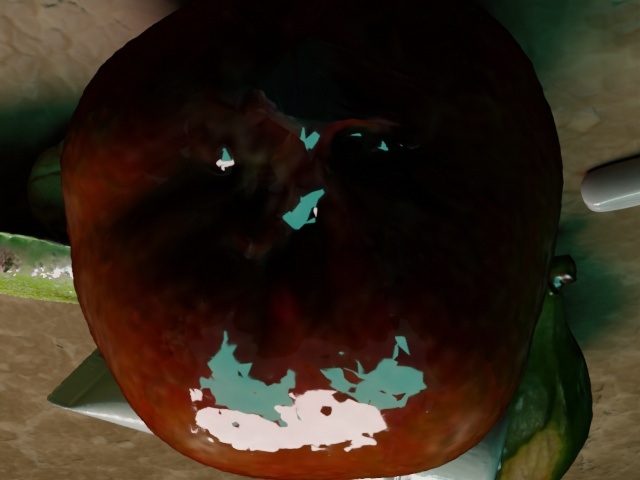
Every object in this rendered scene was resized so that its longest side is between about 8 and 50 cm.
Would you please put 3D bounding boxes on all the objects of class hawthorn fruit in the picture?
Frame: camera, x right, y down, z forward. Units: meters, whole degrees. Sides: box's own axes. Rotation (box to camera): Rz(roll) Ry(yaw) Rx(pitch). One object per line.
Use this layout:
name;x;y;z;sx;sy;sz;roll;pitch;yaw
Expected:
hawthorn fruit;-0.006;0.003;0.581;0.294;0.295;0.311;6;139;-6

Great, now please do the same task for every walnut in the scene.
walnut;-0.157;-0.034;0.706;0.092;0.092;0.092;1;144;1

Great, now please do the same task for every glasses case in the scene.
glasses case;0.225;-0.042;0.720;0.083;0.032;0.021;-15;144;19

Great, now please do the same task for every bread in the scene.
bread;-0.190;0.027;0.749;0.228;0.034;0.228;9;172;1

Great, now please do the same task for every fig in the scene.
fig;0.136;0.108;0.836;0.195;0.195;0.245;11;110;-12

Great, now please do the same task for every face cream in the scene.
face cream;-0.024;0.116;0.737;0.314;0.143;0.089;15;118;13
